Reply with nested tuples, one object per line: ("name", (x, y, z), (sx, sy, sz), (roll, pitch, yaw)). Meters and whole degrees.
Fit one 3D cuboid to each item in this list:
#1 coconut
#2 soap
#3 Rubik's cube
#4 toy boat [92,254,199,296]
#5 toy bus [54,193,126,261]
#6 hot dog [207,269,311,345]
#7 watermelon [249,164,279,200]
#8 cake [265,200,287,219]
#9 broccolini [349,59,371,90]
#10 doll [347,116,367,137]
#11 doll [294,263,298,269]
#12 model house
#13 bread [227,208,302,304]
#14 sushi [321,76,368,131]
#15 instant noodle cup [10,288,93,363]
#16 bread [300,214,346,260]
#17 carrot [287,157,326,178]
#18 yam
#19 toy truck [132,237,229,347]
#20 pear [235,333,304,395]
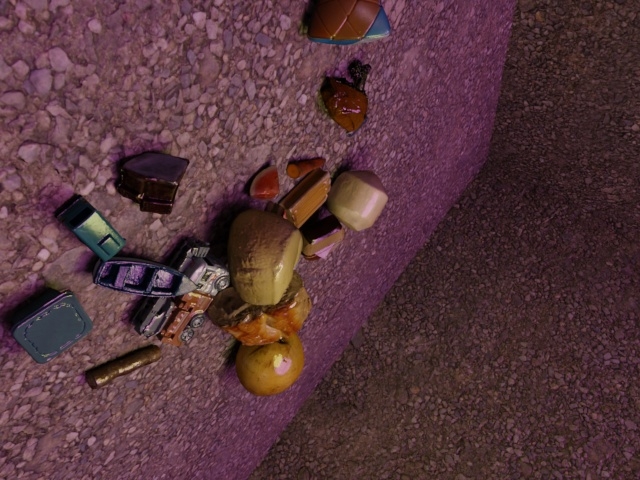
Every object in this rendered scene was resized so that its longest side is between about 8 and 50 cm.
("coconut", (0.160, -0.180, 2.111), (0.247, 0.245, 0.245), (-55, 156, -2))
("soap", (-0.054, -0.162, 1.926), (0.232, 0.073, 0.140), (-47, 155, -22))
("Rubik's cube", (0.084, -0.699, 1.486), (0.254, 0.254, 0.254), (-43, 152, -29))
("toy boat", (-0.469, 0.099, 1.368), (0.299, 0.062, 0.096), (17, 102, -44))
("toy bus", (-0.533, -0.022, 1.174), (0.079, 0.092, 0.160), (-47, 154, -19))
("hot dog", (-0.203, 0.271, 1.935), (0.368, 0.196, 0.365), (-20, 149, 2))
("watermelon", (-0.170, -0.187, 1.656), (0.125, 0.094, 0.135), (12, 106, -58))
("cake", (-0.189, -0.024, 1.823), (0.117, 0.086, 0.220), (-43, 153, -34))
("broccolini", (0.144, -0.565, 1.824), (0.201, 0.074, 0.058), (84, 27, -57))
("doll", (0.146, -0.459, 2.001), (0.125, 0.027, 0.037), (-47, 153, -15))
("doll", (-0.161, 0.147, 2.107), (0.179, 0.075, 0.120), (-64, -163, -7))
("model house", (-0.426, -0.134, 1.258), (0.166, 0.106, 0.152), (9, 131, -26))
("bread", (-0.196, 0.053, 1.653), (0.320, 0.238, 0.320), (11, 90, -83))
("sushi", (0.102, -0.484, 1.766), (0.149, 0.140, 0.287), (-25, 166, 22))
("instant noodle cup", (-0.665, 0.202, 1.227), (0.157, 0.070, 0.179), (-41, 152, -30))
("bread", (0.000, 0.000, 2.107), (0.224, 0.142, 0.212), (-27, 158, -18))
("carrot", (-0.042, -0.276, 1.852), (0.224, 0.057, 0.057), (-31, 145, -55))
("yam", (-0.610, 0.394, 1.576), (0.253, 0.061, 0.061), (-18, 135, -56))
("toy truck", (-0.426, 0.156, 1.550), (0.338, 0.133, 0.184), (-56, 144, 3))
("pear", (-0.221, 0.522, 2.175), (0.314, 0.314, 0.314), (-43, 152, -29))
